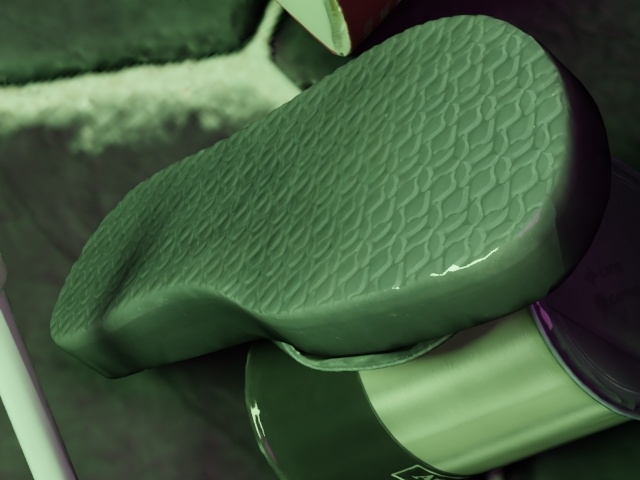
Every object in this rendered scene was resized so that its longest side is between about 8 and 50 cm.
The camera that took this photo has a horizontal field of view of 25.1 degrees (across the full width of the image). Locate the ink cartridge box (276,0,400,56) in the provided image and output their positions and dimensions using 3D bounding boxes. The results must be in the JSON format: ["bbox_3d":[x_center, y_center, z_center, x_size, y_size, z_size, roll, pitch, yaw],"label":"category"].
[{"bbox_3d":[0.030,-0.243,0.525,0.207,0.117,0.283,43,89,8],"label":"ink cartridge box"}]

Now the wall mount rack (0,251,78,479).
[{"bbox_3d":[-0.145,0.169,0.414,0.350,0.130,0.304,-22,77,-12],"label":"wall mount rack"}]

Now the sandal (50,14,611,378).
[{"bbox_3d":[0.000,-0.001,0.427,0.054,0.254,0.097,37,67,-22],"label":"sandal"}]

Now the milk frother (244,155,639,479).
[{"bbox_3d":[0.051,0.003,0.477,0.129,0.135,0.143,-14,79,-44],"label":"milk frother"}]
